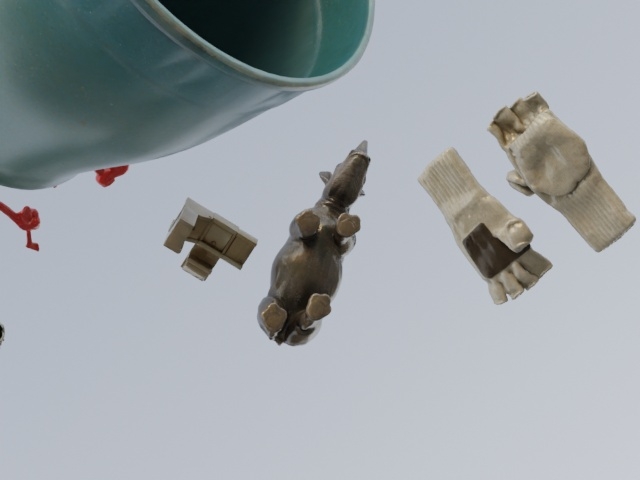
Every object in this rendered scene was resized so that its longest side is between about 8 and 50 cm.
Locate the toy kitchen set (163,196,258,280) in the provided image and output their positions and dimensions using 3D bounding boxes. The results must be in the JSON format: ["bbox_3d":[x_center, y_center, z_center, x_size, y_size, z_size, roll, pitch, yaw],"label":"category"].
[{"bbox_3d":[-0.116,0.015,1.370,0.083,0.075,0.068,31,-74,-9],"label":"toy kitchen set"}]

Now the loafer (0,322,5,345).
[{"bbox_3d":[-0.393,0.085,1.261,0.087,0.094,0.251,-36,-23,30],"label":"loafer"}]

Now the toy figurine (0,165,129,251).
[{"bbox_3d":[-0.166,-0.147,1.342,0.362,0.217,0.191,-47,-55,-24],"label":"toy figurine"}]

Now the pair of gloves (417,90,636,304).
[{"bbox_3d":[0.234,-0.047,1.640,0.042,0.204,0.240,-32,-3,-45],"label":"pair of gloves"}]

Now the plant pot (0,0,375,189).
[{"bbox_3d":[-0.149,-0.167,0.918,0.255,0.271,0.272,-28,-44,36],"label":"plant pot"}]

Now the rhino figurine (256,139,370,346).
[{"bbox_3d":[0.000,0.000,1.411,0.073,0.106,0.243,22,-109,-1],"label":"rhino figurine"}]
